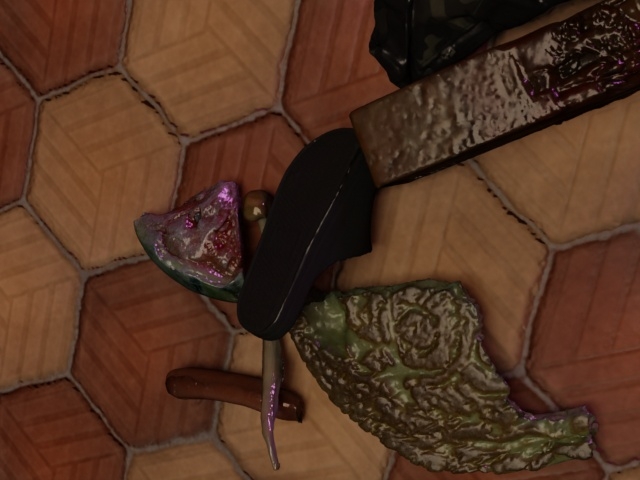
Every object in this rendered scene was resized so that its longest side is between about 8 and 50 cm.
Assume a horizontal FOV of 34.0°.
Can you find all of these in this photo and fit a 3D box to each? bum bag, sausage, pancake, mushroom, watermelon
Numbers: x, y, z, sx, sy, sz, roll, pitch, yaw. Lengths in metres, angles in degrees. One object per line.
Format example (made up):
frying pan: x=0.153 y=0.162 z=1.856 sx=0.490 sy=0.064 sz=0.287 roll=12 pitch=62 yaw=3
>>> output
bum bag: x=0.172 y=-0.262 z=0.986 sx=0.340 sy=0.095 sz=0.144 roll=-22 pitch=87 yaw=41
sausage: x=-0.102 y=0.176 z=1.212 sx=0.177 sy=0.040 sz=0.047 roll=6 pitch=98 yaw=24
pancake: x=0.113 y=0.128 z=1.097 sx=0.377 sy=0.054 sz=0.197 roll=30 pitch=110 yaw=18
mushroom: x=-0.058 y=0.096 z=1.162 sx=0.043 sy=0.068 sz=0.306 roll=-7 pitch=85 yaw=28
watermelon: x=-0.143 y=-0.012 z=1.190 sx=0.187 sy=0.071 sz=0.139 roll=30 pitch=99 yaw=28

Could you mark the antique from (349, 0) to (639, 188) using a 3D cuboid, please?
antique: x=0.187 y=-0.144 z=1.001 sx=0.310 sy=0.093 sz=0.087 roll=-21 pitch=87 yaw=26

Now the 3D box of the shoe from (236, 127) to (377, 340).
shoe: x=0.000 y=0.000 z=1.112 sx=0.108 sy=0.093 sz=0.241 roll=18 pitch=81 yaw=53
